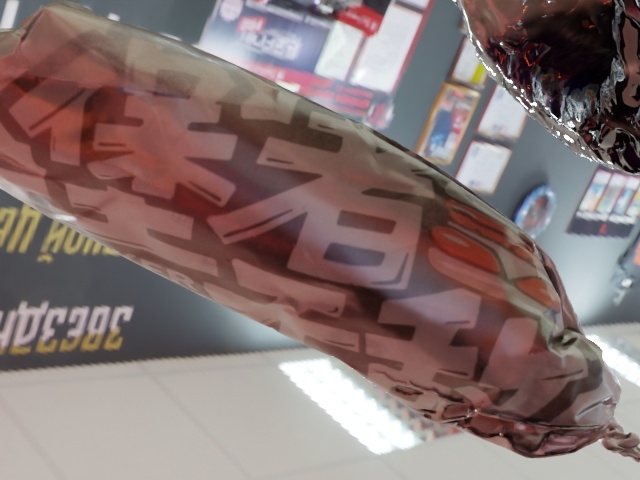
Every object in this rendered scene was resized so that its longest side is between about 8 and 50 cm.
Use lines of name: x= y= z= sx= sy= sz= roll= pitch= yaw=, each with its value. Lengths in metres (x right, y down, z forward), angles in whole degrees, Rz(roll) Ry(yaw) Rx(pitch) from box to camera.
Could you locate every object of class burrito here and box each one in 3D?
burrito: x=0.000 y=0.000 z=0.531 sx=0.446 sy=0.139 sz=0.101 roll=28 pitch=-141 yaw=0

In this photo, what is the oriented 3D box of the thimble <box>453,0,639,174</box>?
thimble: x=0.145 y=-0.151 z=0.441 sx=0.150 sy=0.237 sz=0.237 roll=-25 pitch=-152 yaw=-4
